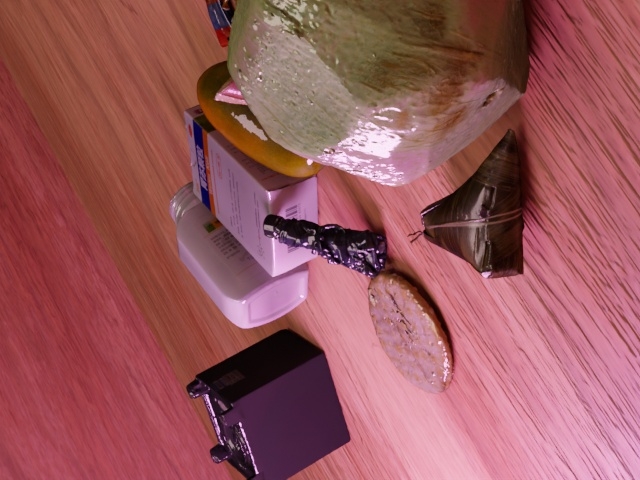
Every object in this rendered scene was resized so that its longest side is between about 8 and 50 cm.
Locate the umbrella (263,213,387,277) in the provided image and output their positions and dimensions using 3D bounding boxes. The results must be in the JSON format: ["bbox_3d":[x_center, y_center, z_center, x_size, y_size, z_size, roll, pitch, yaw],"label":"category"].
[{"bbox_3d":[-0.001,-0.001,1.587,0.224,0.071,0.080,17,130,31],"label":"umbrella"}]

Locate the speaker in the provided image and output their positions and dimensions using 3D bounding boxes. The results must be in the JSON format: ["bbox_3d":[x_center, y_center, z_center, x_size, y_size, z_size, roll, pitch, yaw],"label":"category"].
[{"bbox_3d":[-0.107,0.353,2.042,0.184,0.254,0.232,22,133,56],"label":"speaker"}]

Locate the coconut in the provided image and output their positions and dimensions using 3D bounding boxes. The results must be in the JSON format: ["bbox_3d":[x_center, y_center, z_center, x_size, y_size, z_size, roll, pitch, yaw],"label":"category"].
[{"bbox_3d":[0.074,-0.214,1.041,0.281,0.329,0.328,-97,-3,-57],"label":"coconut"}]

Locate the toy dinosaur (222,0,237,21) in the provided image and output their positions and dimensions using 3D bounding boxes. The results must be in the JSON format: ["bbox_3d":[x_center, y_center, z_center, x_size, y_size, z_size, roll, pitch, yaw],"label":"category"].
[{"bbox_3d":[-0.104,-0.415,1.522,0.212,0.057,0.142,-16,80,55],"label":"toy dinosaur"}]

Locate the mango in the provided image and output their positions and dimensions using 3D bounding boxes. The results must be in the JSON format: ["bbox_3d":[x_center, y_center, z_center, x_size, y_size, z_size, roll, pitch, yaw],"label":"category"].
[{"bbox_3d":[-0.087,-0.192,1.594,0.289,0.129,0.146,47,142,27],"label":"mango"}]

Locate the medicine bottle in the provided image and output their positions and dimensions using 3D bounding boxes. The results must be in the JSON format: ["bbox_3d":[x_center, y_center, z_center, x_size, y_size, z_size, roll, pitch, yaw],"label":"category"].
[{"bbox_3d":[-0.171,0.015,1.919,0.324,0.179,0.124,47,152,33],"label":"medicine bottle"}]

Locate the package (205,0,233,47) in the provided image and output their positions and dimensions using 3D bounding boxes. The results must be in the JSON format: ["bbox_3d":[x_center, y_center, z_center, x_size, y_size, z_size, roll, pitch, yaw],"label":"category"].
[{"bbox_3d":[-0.184,-0.429,1.692,0.083,0.022,0.200,13,124,62],"label":"package"}]

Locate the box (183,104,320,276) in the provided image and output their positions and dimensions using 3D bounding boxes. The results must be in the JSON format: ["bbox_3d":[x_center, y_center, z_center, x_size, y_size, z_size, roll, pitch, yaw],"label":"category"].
[{"bbox_3d":[-0.127,-0.103,1.797,0.299,0.106,0.200,43,148,38],"label":"box"}]

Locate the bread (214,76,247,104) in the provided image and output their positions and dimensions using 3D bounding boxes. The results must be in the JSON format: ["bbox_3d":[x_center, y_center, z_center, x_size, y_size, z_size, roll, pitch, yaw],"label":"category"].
[{"bbox_3d":[-0.052,-0.248,1.483,0.067,0.193,0.119,-155,77,-75],"label":"bread"}]

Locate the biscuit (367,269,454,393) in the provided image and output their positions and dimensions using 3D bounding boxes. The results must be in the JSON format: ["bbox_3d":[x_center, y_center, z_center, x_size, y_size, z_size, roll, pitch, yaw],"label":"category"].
[{"bbox_3d":[0.140,0.148,1.583,0.220,0.033,0.219,47,152,34],"label":"biscuit"}]

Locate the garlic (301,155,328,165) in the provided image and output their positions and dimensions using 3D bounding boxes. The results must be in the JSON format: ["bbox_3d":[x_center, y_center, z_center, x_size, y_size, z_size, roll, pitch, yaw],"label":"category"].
[{"bbox_3d":[0.018,-0.193,1.345,0.228,0.110,0.217,28,127,27],"label":"garlic"}]

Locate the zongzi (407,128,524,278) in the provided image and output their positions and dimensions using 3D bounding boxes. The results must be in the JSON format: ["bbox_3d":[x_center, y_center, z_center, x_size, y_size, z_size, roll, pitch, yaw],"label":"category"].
[{"bbox_3d":[0.184,-0.062,1.230,0.187,0.084,0.184,31,126,60],"label":"zongzi"}]
